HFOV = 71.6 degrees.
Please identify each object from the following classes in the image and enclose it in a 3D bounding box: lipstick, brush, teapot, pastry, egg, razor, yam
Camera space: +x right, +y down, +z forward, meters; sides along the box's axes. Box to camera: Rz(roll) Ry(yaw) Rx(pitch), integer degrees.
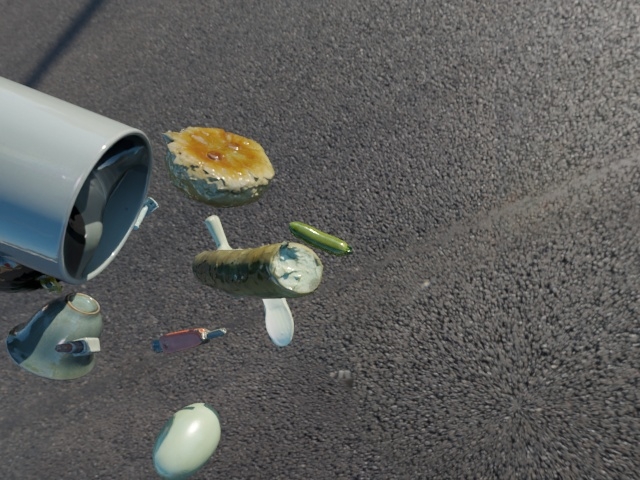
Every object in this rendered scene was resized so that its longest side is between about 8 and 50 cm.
[{"bbox_3d":[-0.384,0.167,0.696,0.025,0.107,0.025,-13,78,-3],"label":"lipstick"},{"bbox_3d":[-0.469,0.347,1.560,0.324,0.051,0.070,-17,88,21],"label":"brush"},{"bbox_3d":[-0.339,0.069,1.713,0.220,0.318,0.149,5,31,24],"label":"teapot"},{"bbox_3d":[-0.292,-0.206,1.282,0.329,0.330,0.136,49,133,30],"label":"pastry"},{"bbox_3d":[-0.470,0.710,1.576,0.203,0.202,0.282,0,31,24],"label":"egg"},{"bbox_3d":[-0.831,-0.113,2.056,0.106,0.068,0.232,-35,27,9],"label":"razor"},{"bbox_3d":[-0.121,0.049,0.695,0.372,0.083,0.083,-8,63,58],"label":"yam"}]

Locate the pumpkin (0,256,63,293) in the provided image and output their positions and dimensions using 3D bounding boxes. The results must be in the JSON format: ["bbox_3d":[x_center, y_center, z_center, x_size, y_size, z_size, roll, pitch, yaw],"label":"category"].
[{"bbox_3d":[-0.622,0.021,0.967,0.250,0.250,0.216,-33,84,10],"label":"pumpkin"}]

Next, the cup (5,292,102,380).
[{"bbox_3d":[-0.593,0.203,1.041,0.199,0.199,0.150,41,100,30],"label":"cup"}]

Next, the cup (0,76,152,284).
[{"bbox_3d":[-0.395,-0.093,0.538,0.312,0.205,0.205,21,79,-4],"label":"cup"}]

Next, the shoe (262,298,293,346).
[{"bbox_3d":[-0.153,0.228,1.544,0.095,0.110,0.264,-14,96,-1],"label":"shoe"}]

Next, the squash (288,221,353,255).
[{"bbox_3d":[0.000,0.000,1.624,0.258,0.069,0.069,25,81,5],"label":"squash"}]
